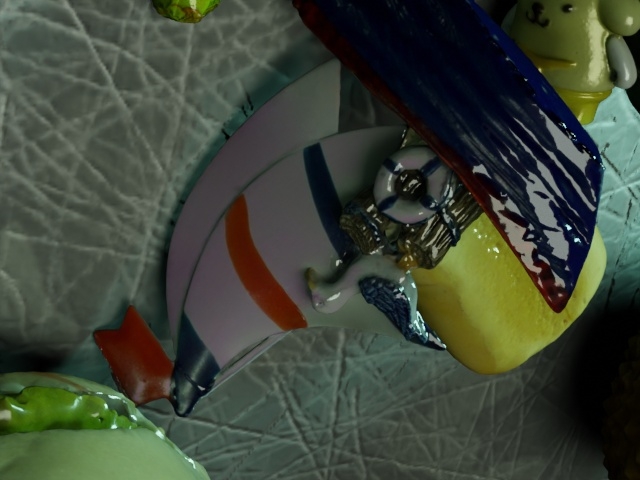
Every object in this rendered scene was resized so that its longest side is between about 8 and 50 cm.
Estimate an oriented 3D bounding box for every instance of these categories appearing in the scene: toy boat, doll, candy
[{"bbox_3d":[0.001,-0.029,0.847,0.318,0.072,0.219,-15,98,18],"label":"toy boat"},{"bbox_3d":[0.147,-0.151,0.865,0.062,0.106,0.163,-16,122,-37],"label":"doll"},{"bbox_3d":[-0.075,-0.170,0.757,0.035,0.035,0.123,-25,123,-32],"label":"candy"}]

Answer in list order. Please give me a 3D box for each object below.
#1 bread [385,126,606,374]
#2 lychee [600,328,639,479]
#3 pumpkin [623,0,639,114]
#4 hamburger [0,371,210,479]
[{"bbox_3d":[0.104,-0.002,0.949,0.134,0.085,0.173,-45,133,-10],"label":"bread"},{"bbox_3d":[0.338,0.133,1.098,0.267,0.267,0.268,-18,128,-24],"label":"lychee"},{"bbox_3d":[0.245,-0.142,0.903,0.125,0.167,0.167,4,122,-3],"label":"pumpkin"},{"bbox_3d":[-0.173,0.222,0.836,0.302,0.170,0.302,-10,112,-25],"label":"hamburger"}]
